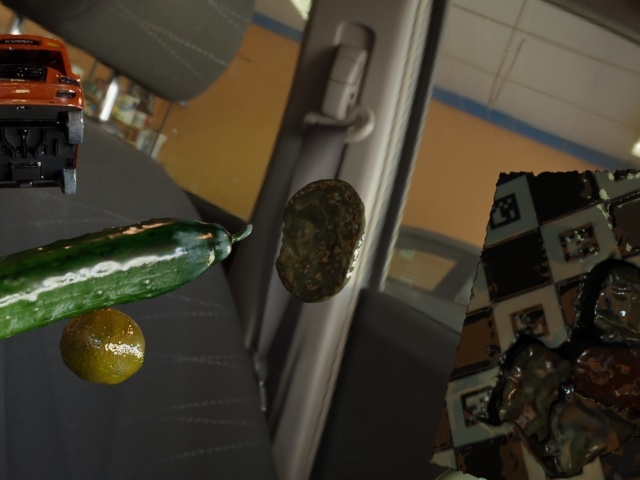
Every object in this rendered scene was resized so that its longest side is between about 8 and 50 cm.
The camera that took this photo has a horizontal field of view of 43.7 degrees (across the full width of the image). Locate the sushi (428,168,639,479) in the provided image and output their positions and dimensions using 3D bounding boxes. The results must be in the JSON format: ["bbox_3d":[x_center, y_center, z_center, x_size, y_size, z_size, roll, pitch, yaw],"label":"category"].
[{"bbox_3d":[0.255,0.077,0.640,0.294,0.292,0.059,6,-19,40],"label":"sushi"}]

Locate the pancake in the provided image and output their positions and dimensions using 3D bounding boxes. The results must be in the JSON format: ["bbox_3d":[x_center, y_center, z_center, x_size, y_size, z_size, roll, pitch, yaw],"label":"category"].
[{"bbox_3d":[0.001,0.001,1.497,0.222,0.236,0.042,-25,-30,32],"label":"pancake"}]

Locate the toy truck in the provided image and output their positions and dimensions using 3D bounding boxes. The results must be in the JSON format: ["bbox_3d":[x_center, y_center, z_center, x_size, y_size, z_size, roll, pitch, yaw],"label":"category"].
[{"bbox_3d":[-0.296,-0.122,0.791,0.107,0.114,0.252,-2,-13,-20],"label":"toy truck"}]

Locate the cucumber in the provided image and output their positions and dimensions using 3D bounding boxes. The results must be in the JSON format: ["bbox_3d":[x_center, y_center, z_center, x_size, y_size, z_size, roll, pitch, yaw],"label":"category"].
[{"bbox_3d":[-0.145,0.019,0.531,0.056,0.056,0.250,23,27,39],"label":"cucumber"}]

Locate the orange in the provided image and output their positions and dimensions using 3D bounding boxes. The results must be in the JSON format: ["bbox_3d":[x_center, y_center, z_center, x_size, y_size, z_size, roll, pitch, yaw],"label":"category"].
[{"bbox_3d":[-0.238,0.118,0.883,0.095,0.085,0.085,45,-11,-31],"label":"orange"}]

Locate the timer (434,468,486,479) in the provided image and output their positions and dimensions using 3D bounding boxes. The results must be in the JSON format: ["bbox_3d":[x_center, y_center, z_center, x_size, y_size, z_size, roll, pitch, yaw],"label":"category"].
[{"bbox_3d":[0.285,0.488,1.217,0.290,0.291,0.315,23,-12,20],"label":"timer"}]
